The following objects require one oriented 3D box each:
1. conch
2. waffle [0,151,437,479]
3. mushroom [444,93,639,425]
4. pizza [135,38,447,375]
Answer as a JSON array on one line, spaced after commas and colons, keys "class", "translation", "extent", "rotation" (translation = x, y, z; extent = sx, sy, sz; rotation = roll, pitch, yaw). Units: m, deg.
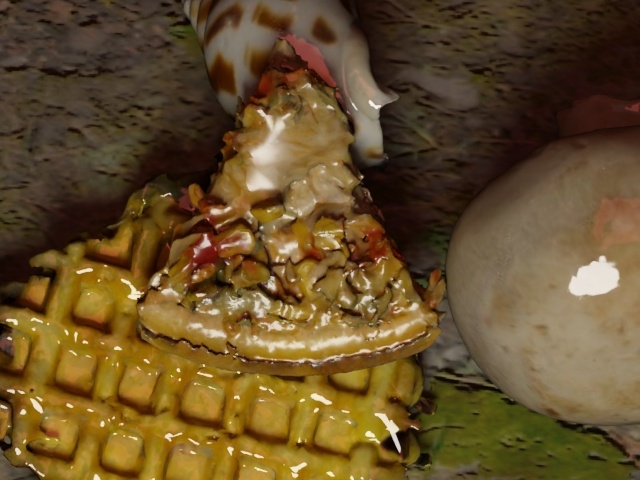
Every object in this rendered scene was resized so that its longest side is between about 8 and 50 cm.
[{"class": "conch", "translation": [-0.036, -0.172, 1.685], "extent": [0.149, 0.275, 0.183], "rotation": [-2, 120, -20]}, {"class": "waffle", "translation": [-0.104, 0.130, 1.656], "extent": [0.382, 0.095, 0.379], "rotation": [-27, 78, -7]}, {"class": "mushroom", "translation": [0.256, 0.010, 1.608], "extent": [0.297, 0.297, 0.290], "rotation": [1, 40, 3]}, {"class": "pizza", "translation": [0.000, 0.000, 1.572], "extent": [0.251, 0.074, 0.287], "rotation": [23, 101, -1]}]
